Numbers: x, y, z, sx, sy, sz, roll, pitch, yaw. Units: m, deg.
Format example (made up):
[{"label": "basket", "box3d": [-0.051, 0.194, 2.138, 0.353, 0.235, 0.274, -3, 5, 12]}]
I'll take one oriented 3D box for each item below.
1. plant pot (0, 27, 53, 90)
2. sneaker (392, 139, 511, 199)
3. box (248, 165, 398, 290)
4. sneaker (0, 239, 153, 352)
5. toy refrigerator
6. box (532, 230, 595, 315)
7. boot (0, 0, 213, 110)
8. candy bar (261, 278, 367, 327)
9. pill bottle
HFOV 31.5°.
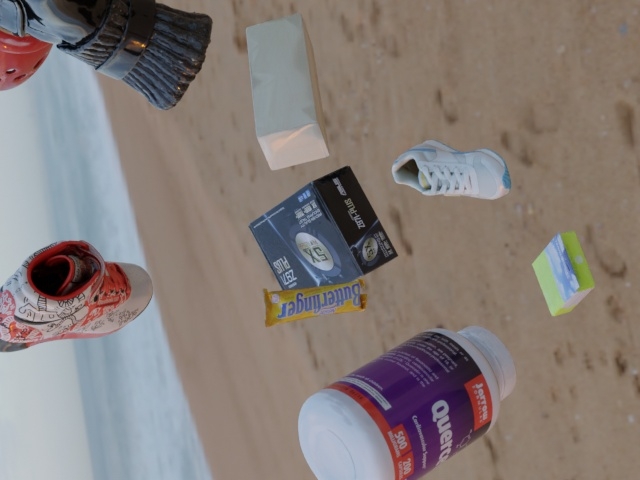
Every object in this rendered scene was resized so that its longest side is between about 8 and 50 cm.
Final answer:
[{"label": "plant pot", "box3d": [-0.490, -0.343, 1.743, 0.174, 0.191, 0.191, -21, 77, 54]}, {"label": "sneaker", "box3d": [0.216, -0.105, 1.861, 0.229, 0.092, 0.087, 16, 126, 51]}, {"label": "box", "box3d": [0.000, 0.000, 1.609, 0.180, 0.077, 0.147, -30, 88, 51]}, {"label": "sneaker", "box3d": [-0.283, 0.057, 1.407, 0.145, 0.270, 0.090, -41, 73, 38]}, {"label": "toy refrigerator", "box3d": [-0.056, -0.249, 1.898, 0.094, 0.102, 0.269, 68, -170, -49]}, {"label": "box", "box3d": [0.432, 0.057, 2.012, 0.178, 0.042, 0.109, 104, 150, -70]}, {"label": "boot", "box3d": [-0.255, -0.289, 1.412, 0.131, 0.260, 0.348, -65, 12, -9]}, {"label": "candy bar", "box3d": [-0.005, 0.065, 1.221, 0.018, 0.161, 0.040, -11, 85, 44]}, {"label": "pill bottle", "box3d": [0.136, 0.245, 1.667, 0.181, 0.323, 0.181, 32, 135, 39]}]
